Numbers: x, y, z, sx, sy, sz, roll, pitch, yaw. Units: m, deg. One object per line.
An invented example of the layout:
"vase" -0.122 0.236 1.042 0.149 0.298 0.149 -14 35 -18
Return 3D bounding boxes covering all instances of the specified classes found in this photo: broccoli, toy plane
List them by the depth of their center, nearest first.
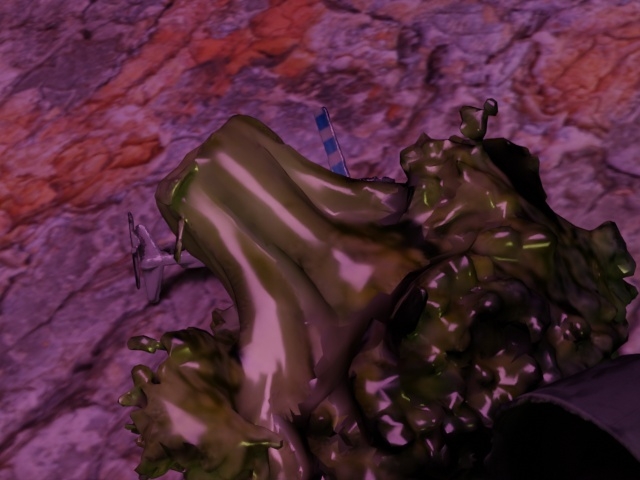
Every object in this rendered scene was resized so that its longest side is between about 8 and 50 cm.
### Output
"broccoli" 0.024 0.043 1.150 0.293 0.281 0.348 -44 6 2
"toy plane" 0.000 0.011 1.404 0.273 0.107 0.182 -28 78 28

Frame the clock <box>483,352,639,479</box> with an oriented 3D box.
"clock" 0.192 0.205 0.912 0.067 0.325 0.325 -27 41 -15
